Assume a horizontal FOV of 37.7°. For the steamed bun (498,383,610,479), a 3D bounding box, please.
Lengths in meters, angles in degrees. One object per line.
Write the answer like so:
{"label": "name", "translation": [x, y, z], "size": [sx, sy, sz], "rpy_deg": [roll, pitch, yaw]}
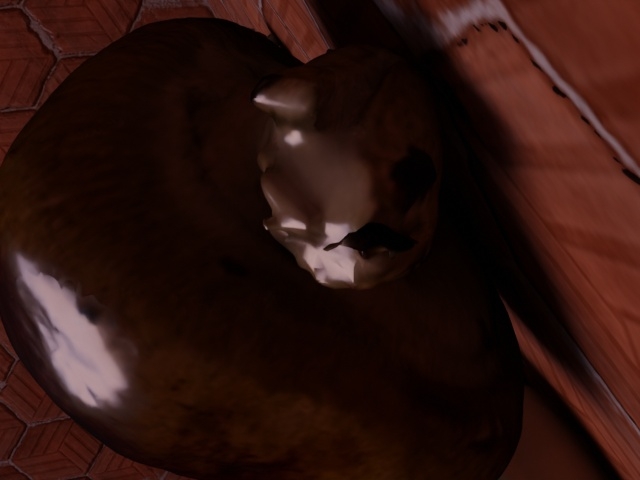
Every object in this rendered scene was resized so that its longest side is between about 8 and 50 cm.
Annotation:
{"label": "steamed bun", "translation": [0.112, 0.195, 0.703], "size": [0.228, 0.131, 0.177], "rpy_deg": [34, 122, 49]}

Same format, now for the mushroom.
{"label": "mushroom", "translation": [0.000, 0.000, 0.523], "size": [0.345, 0.259, 0.345], "rpy_deg": [36, -150, -25]}

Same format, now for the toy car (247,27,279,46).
{"label": "toy car", "translation": [-0.060, -0.164, 1.047], "size": [0.139, 0.112, 0.112], "rpy_deg": [47, 168, -22]}
